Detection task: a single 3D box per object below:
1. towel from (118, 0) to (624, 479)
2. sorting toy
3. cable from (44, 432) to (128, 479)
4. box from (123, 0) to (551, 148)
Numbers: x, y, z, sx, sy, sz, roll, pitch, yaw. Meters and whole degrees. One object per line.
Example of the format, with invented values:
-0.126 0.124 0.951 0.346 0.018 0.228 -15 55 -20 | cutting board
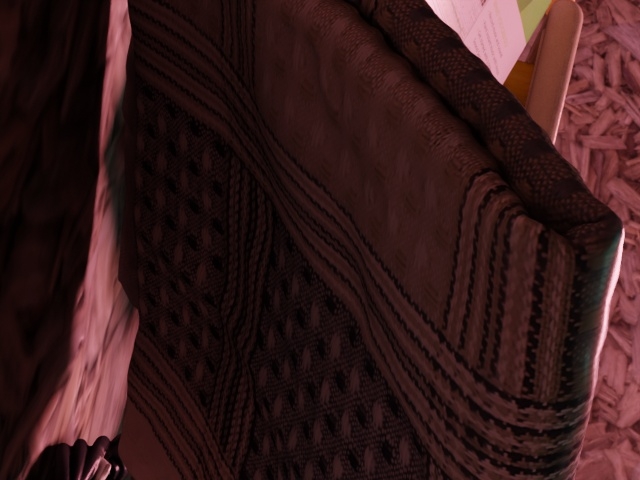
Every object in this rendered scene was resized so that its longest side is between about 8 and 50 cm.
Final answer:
-0.020 0.035 0.503 0.324 0.056 0.312 -125 -149 -47 | towel
0.134 -0.072 1.044 0.196 0.047 0.347 115 -9 -78 | sorting toy
-0.127 0.189 0.693 0.150 0.047 0.184 -54 158 -83 | cable
0.037 -0.114 0.793 0.322 0.058 0.232 -57 152 -16 | box
